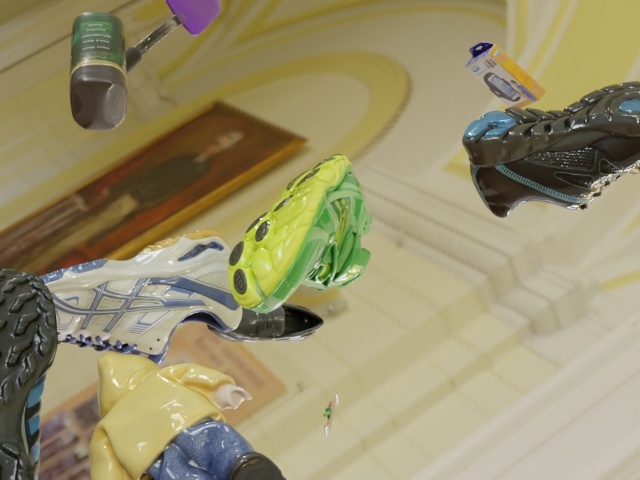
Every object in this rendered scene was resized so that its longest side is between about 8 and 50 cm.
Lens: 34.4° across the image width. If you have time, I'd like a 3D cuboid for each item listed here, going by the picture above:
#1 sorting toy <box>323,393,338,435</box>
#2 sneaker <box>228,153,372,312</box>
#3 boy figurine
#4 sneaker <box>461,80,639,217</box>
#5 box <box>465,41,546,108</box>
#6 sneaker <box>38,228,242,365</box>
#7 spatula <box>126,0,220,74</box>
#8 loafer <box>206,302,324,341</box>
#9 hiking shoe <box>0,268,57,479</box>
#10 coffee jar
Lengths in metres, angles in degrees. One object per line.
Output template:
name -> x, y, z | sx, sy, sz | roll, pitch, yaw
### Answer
sorting toy -> 0.016, 0.289, 1.743 | 0.012, 0.062, 0.083 | 15, -25, 9
sneaker -> 0.000, 0.000, 1.086 | 0.123, 0.109, 0.295 | 53, 29, -8
boy figurine -> -0.152, 0.194, 0.996 | 0.285, 0.177, 0.092 | 27, -22, 51
sneaker -> 0.367, -0.121, 1.378 | 0.125, 0.340, 0.140 | -69, 147, -57
box -> 0.305, -0.278, 1.742 | 0.136, 0.028, 0.081 | 38, -19, -12
sneaker -> -0.227, 0.086, 1.154 | 0.112, 0.296, 0.131 | 142, -70, -74
spatula -> -0.265, -0.307, 1.605 | 0.084, 0.296, 0.030 | 51, -19, -23
loafer -> -0.092, 0.131, 1.735 | 0.078, 0.223, 0.076 | -22, -113, 44
hiking shoe -> -0.309, 0.166, 0.950 | 0.132, 0.113, 0.304 | 114, -21, -48
coffee jar -> -0.313, -0.238, 1.457 | 0.184, 0.079, 0.096 | -105, -163, -48
